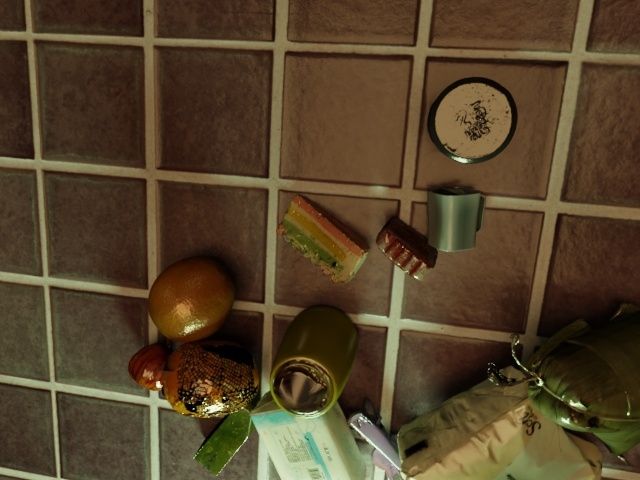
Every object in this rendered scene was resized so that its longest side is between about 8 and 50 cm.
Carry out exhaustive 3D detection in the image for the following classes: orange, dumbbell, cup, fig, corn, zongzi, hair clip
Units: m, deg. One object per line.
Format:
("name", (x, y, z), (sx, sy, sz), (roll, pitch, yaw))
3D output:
("orange", (-0.297, 0.134, 1.192), (0.205, 0.206, 0.206), (2, 103, 10))
("dumbbell", (0.286, -0.230, 0.990), (0.152, 0.218, 0.153), (2, 103, 10))
("cup", (0.295, -0.053, 1.096), (0.128, 0.095, 0.130), (-7, 107, -21))
("fig", (-0.416, 0.313, 1.303), (0.128, 0.150, 0.129), (11, 128, 14))
("corn", (0.534, 0.246, 1.132), (0.085, 0.063, 0.165), (42, 103, -9))
("zongzi", (0.517, 0.351, 1.014), (0.446, 0.181, 0.419), (-11, 118, -24))
("orange", (-0.259, 0.327, 1.215), (0.234, 0.234, 0.182), (-3, 68, 11))
("hair clip", (0.168, 0.494, 1.251), (0.137, 0.090, 0.278), (-41, 101, 3))

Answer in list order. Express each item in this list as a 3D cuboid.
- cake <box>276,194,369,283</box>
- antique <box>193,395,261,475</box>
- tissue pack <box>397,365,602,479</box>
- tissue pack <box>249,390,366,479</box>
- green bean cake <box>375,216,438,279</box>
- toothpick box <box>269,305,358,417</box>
("cake", (0.010, -0.001, 1.185), (0.225, 0.090, 0.109), (40, 109, 19))
("antique", (-0.226, 0.490, 1.315), (0.080, 0.081, 0.221), (38, 106, -1))
("tissue pack", (0.393, 0.495, 1.154), (0.390, 0.195, 0.375), (-39, 111, 12))
("tissue pack", (-0.024, 0.489, 1.247), (0.201, 0.124, 0.271), (-18, 101, 27))
("green bean cake", (0.185, 0.017, 1.107), (0.135, 0.135, 0.056), (37, 113, 4))
("toothpick box", (-0.014, 0.266, 1.128), (0.174, 0.271, 0.175), (2, 103, 9))
